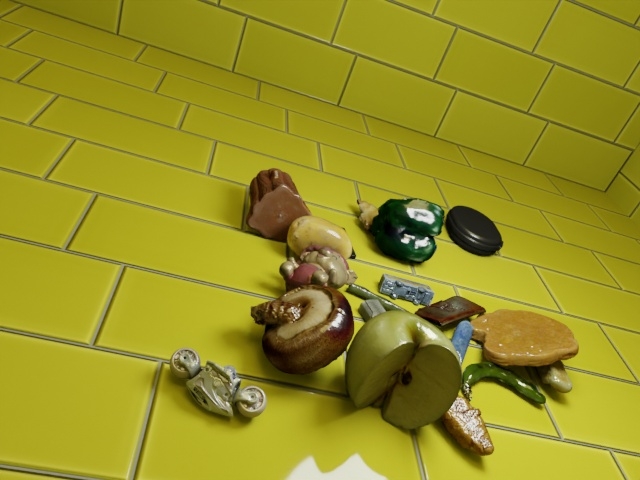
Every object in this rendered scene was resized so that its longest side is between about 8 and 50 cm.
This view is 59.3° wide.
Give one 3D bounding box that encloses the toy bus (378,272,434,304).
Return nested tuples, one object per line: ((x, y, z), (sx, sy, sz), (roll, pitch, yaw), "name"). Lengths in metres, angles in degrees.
((0.297, 0.171, 1.963), (0.190, 0.064, 0.075), (15, 19, -13), "toy bus")

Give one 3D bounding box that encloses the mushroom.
((-0.047, 0.233, 1.504), (0.277, 0.163, 0.297), (2, 30, 8), "mushroom")

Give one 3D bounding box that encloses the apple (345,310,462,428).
((0.203, 0.322, 1.467), (0.294, 0.258, 0.233), (19, 29, -13), "apple")

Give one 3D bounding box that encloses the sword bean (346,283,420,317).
((0.213, 0.210, 1.867), (0.269, 0.038, 0.043), (27, 43, 8), "sword bean")

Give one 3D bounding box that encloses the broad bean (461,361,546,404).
((0.547, 0.436, 1.725), (0.291, 0.050, 0.144), (9, 39, -17), "broad bean")

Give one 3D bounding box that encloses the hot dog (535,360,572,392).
((0.756, 0.419, 1.857), (0.084, 0.073, 0.243), (23, 27, -7), "hot dog")

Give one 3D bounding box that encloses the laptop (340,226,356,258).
((0.052, 0.000, 2.118), (0.135, 0.016, 0.197), (10, 31, -18), "laptop")

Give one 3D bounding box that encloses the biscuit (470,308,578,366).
((0.661, 0.323, 1.876), (0.350, 0.057, 0.312), (-9, 22, -23), "biscuit")

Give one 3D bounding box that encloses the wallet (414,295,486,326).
((0.439, 0.241, 1.926), (0.255, 0.031, 0.137), (-9, 22, -39), "wallet")

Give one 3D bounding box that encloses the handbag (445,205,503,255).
((0.688, -0.043, 2.524), (0.253, 0.093, 0.308), (17, 31, -13), "handbag")

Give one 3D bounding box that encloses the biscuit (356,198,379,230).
((0.203, -0.093, 2.316), (0.118, 0.061, 0.183), (14, 33, -17), "biscuit")

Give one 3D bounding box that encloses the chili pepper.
((0.336, -0.047, 2.174), (0.256, 0.249, 0.233), (14, 9, -12), "chili pepper")

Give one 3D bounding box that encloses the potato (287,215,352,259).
((0.000, 0.000, 1.929), (0.233, 0.150, 0.146), (22, 57, -15), "potato")

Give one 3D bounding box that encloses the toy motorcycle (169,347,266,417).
((-0.247, 0.343, 1.314), (0.254, 0.113, 0.112), (27, 31, 6), "toy motorcycle")

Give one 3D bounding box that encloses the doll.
((-0.007, 0.100, 1.787), (0.196, 0.152, 0.255), (46, 31, 12), "doll")

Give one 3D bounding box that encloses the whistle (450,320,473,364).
((0.426, 0.349, 1.766), (0.062, 0.062, 0.304), (30, 31, 12), "whistle")

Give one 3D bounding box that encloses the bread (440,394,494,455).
((0.374, 0.479, 1.509), (0.104, 0.076, 0.233), (-17, 54, -31), "bread")

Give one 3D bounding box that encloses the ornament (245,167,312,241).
((-0.163, -0.144, 2.019), (0.235, 0.221, 0.218), (-9, 33, -9), "ornament")

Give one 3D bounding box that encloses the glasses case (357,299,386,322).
((0.196, 0.269, 1.753), (0.070, 0.047, 0.205), (1, 37, -31), "glasses case")
